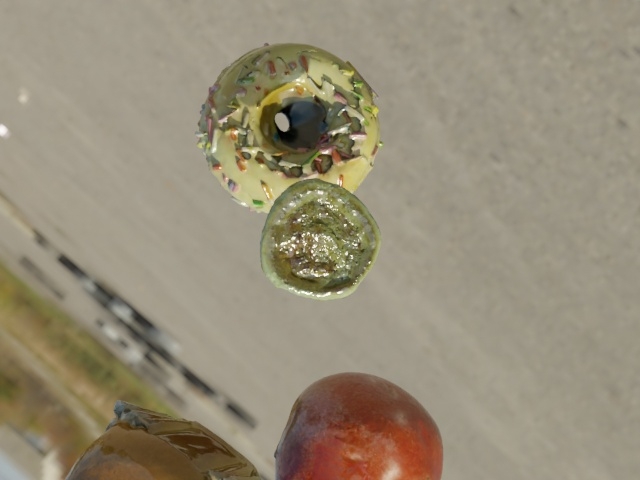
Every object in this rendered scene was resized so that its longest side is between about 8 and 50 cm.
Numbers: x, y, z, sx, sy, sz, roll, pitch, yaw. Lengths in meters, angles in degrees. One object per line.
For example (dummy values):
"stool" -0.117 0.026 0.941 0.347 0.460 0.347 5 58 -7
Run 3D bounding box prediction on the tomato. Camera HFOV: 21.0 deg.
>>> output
"tomato" 0.051 0.274 2.110 0.189 0.232 0.232 6 155 24

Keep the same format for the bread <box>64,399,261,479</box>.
"bread" -0.140 0.244 1.221 0.136 0.241 0.107 34 -166 27

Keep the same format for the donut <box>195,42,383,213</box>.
"donut" -0.026 -0.106 1.576 0.174 0.174 0.068 40 162 4

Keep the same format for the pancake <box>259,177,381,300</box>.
"pancake" 0.001 0.001 1.439 0.108 0.108 0.017 43 -177 -16
